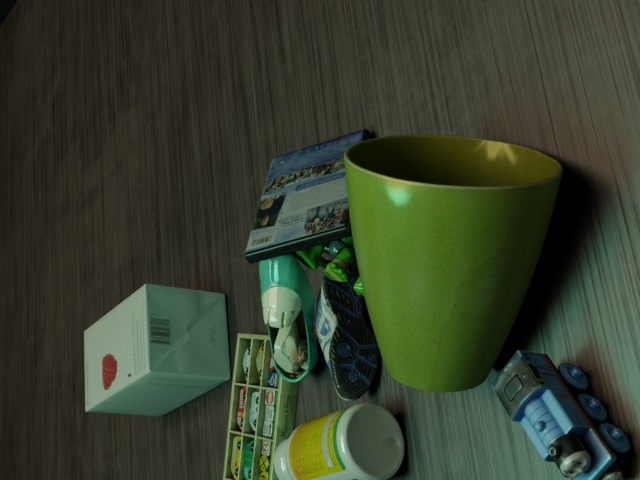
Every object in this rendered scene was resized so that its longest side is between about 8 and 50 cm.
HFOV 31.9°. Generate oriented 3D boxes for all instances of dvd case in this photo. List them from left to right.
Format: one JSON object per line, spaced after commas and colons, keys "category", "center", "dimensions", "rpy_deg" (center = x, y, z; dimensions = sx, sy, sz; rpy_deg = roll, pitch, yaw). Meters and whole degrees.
{"category": "dvd case", "center": [-0.016, -0.073, 1.765], "dimensions": [0.180, 0.022, 0.253], "rpy_deg": [-15, 36, 23]}

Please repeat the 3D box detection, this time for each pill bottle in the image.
{"category": "pill bottle", "center": [0.021, 0.319, 1.684], "dimensions": [0.208, 0.117, 0.118], "rpy_deg": [-30, 57, 50]}

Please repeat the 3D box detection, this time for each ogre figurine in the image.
{"category": "ogre figurine", "center": [0.028, -0.001, 1.748], "dimensions": [0.197, 0.097, 0.118], "rpy_deg": [20, 64, 47]}

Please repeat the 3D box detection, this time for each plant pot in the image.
{"category": "plant pot", "center": [0.160, 0.035, 1.455], "dimensions": [0.275, 0.274, 0.294], "rpy_deg": [31, 123, 55]}

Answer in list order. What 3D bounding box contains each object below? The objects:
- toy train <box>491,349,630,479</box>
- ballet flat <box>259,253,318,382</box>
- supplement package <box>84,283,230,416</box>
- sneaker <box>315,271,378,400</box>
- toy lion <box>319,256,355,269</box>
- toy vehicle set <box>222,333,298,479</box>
{"category": "toy train", "center": [0.284, 0.212, 1.323], "dimensions": [0.080, 0.105, 0.184], "rpy_deg": [-59, 38, 30]}
{"category": "ballet flat", "center": [-0.051, 0.130, 1.781], "dimensions": [0.087, 0.083, 0.247], "rpy_deg": [-68, -27, -50]}
{"category": "supplement package", "center": [-0.325, 0.221, 2.182], "dimensions": [0.293, 0.175, 0.178], "rpy_deg": [-34, 55, 48]}
{"category": "sneaker", "center": [0.038, 0.155, 1.756], "dimensions": [0.081, 0.080, 0.211], "rpy_deg": [120, 149, -56]}
{"category": "toy lion", "center": [0.000, 0.000, 1.817], "dimensions": [0.034, 0.096, 0.100], "rpy_deg": [122, 143, -52]}
{"category": "toy vehicle set", "center": [-0.102, 0.298, 1.950], "dimensions": [0.166, 0.035, 0.267], "rpy_deg": [-5, 77, 56]}
